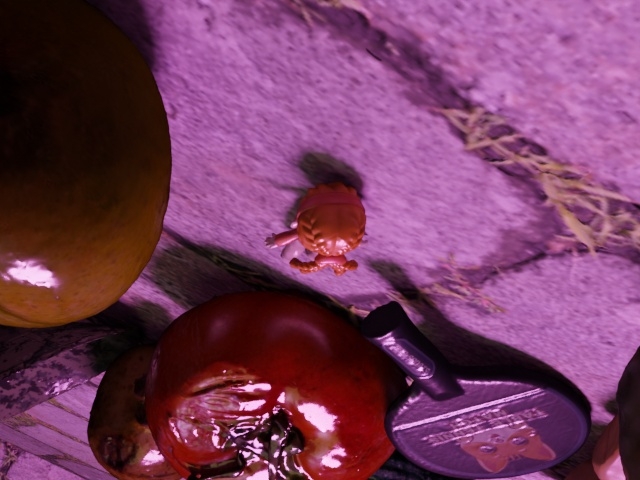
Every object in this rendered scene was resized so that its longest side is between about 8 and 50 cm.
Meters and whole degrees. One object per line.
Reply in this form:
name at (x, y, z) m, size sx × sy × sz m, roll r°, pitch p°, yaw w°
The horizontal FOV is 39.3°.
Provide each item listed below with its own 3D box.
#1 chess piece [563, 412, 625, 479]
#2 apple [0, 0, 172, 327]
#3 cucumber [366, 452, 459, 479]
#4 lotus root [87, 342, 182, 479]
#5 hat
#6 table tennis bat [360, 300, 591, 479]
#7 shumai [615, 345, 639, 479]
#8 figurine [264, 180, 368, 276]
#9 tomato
chess piece at (0.245, 0.218, 0.693) m, size 0.137 × 0.137 × 0.301 m, roll 22°, pitch 143°, yaw 4°
apple at (-0.164, -0.043, 0.449) m, size 0.196 × 0.157 × 0.196 m, roll 19°, pitch 156°, yaw 9°
cucumber at (0.074, 0.274, 0.989) m, size 0.192 × 0.086 × 0.115 m, roll 10°, pitch 151°, yaw 12°
lotus root at (-0.175, 0.180, 0.930) m, size 0.128 × 0.145 × 0.260 m, roll 6°, pitch 161°, yaw -15°
hat at (-0.326, 0.104, 0.904) m, size 0.128 × 0.265 × 0.265 m, roll 58°, pitch 157°, yaw 9°
table tennis bat at (0.103, 0.116, 0.647) m, size 0.150 × 0.027 × 0.236 m, roll -22°, pitch 133°, yaw 26°
shumai at (0.251, 0.123, 0.460) m, size 0.184 × 0.184 × 0.142 m, roll 7°, pitch 175°, yaw 32°
figurine at (0.000, 0.000, 0.535) m, size 0.064 × 0.047 × 0.109 m, roll -2°, pitch 167°, yaw -13°
tomato at (-0.045, 0.143, 0.718) m, size 0.227 × 0.101 × 0.228 m, roll 6°, pitch 132°, yaw 7°
